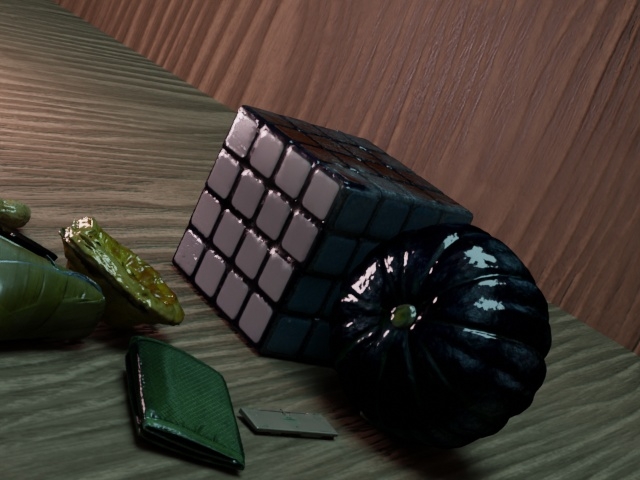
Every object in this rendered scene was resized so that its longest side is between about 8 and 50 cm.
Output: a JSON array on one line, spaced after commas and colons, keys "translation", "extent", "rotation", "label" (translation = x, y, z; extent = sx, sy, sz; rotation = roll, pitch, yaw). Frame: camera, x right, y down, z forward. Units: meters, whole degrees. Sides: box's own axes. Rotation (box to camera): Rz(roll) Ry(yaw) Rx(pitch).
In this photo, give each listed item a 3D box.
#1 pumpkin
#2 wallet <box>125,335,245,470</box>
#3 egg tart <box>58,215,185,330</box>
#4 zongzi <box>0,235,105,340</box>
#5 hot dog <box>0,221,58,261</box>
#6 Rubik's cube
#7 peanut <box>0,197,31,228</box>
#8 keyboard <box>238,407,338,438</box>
[{"translation": [0.190, 0.148, 2.181], "extent": [0.363, 0.363, 0.266], "rotation": [38, 7, 41], "label": "pumpkin"}, {"translation": [-0.189, 0.225, 1.882], "extent": [0.160, 0.055, 0.236], "rotation": [23, 20, -22], "label": "wallet"}, {"translation": [-0.314, 0.063, 2.087], "extent": [0.241, 0.106, 0.241], "rotation": [42, 3, -2], "label": "egg tart"}, {"translation": [-0.396, 0.105, 1.861], "extent": [0.228, 0.115, 0.256], "rotation": [27, 21, -24], "label": "zongzi"}, {"translation": [-0.555, -0.016, 1.986], "extent": [0.326, 0.107, 0.194], "rotation": [31, -4, -2], "label": "hot dog"}, {"translation": [0.000, 0.000, 2.433], "extent": [0.344, 0.337, 0.344], "rotation": [11, 20, -41], "label": "Rubik's cube"}, {"translation": [-0.530, -0.047, 2.271], "extent": [0.113, 0.054, 0.054], "rotation": [8, 22, -44], "label": "peanut"}, {"translation": [-0.048, 0.272, 2.032], "extent": [0.166, 0.017, 0.055], "rotation": [12, 24, -43], "label": "keyboard"}]
